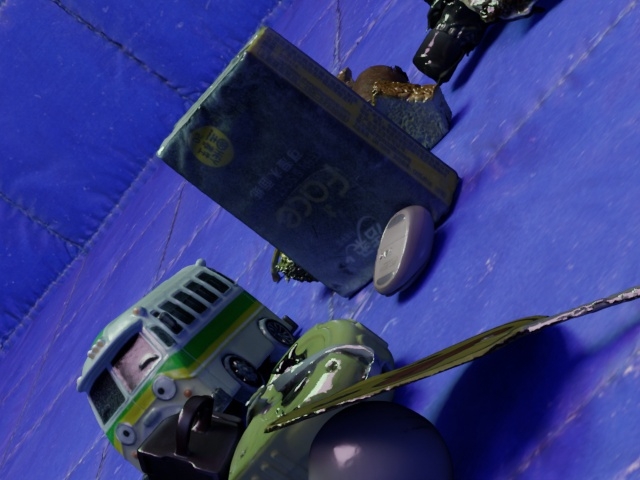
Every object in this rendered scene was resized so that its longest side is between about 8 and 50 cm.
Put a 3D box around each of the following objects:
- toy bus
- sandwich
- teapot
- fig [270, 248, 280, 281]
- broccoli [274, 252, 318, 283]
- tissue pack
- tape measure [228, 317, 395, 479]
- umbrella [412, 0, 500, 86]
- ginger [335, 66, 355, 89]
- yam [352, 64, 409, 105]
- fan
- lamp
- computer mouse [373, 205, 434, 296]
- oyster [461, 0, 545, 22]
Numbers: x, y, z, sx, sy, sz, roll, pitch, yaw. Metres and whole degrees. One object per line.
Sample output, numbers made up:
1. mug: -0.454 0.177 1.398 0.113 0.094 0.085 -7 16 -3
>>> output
1. toy bus: -0.142 0.129 1.501 0.133 0.165 0.276 -50 -3 18
2. sandwich: 0.100 -0.129 1.627 0.035 0.093 0.105 -75 -7 -55
3. teapot: -0.100 0.205 1.326 0.096 0.087 0.177 -58 -30 -39
4. fig: -0.019 -0.019 1.781 0.093 0.093 0.166 -140 60 -76
5. broccoli: 0.000 0.000 1.611 0.092 0.095 0.097 -119 37 -63
6. tissue pack: -0.013 -0.078 1.471 0.185 0.257 0.081 -42 15 42
7. tape measure: -0.002 0.141 1.259 0.177 0.087 0.154 -45 15 21
8. umbrella: 0.197 -0.344 1.732 0.336 0.128 0.154 -56 16 0
9. ginger: -0.013 -0.140 2.058 0.214 0.059 0.133 -49 22 21
10. yam: 0.072 -0.163 1.784 0.084 0.084 0.127 -47 12 24
11. fan: 0.096 0.081 1.024 0.335 0.011 0.229 -23 -3 32
12. lamp: 0.042 0.164 1.011 0.105 0.105 0.105 -49 14 17
13. computer mouse: 0.084 0.012 1.392 0.066 0.039 0.096 -32 40 58
14. oyster: 0.212 -0.353 1.602 0.214 0.083 0.223 28 82 32
